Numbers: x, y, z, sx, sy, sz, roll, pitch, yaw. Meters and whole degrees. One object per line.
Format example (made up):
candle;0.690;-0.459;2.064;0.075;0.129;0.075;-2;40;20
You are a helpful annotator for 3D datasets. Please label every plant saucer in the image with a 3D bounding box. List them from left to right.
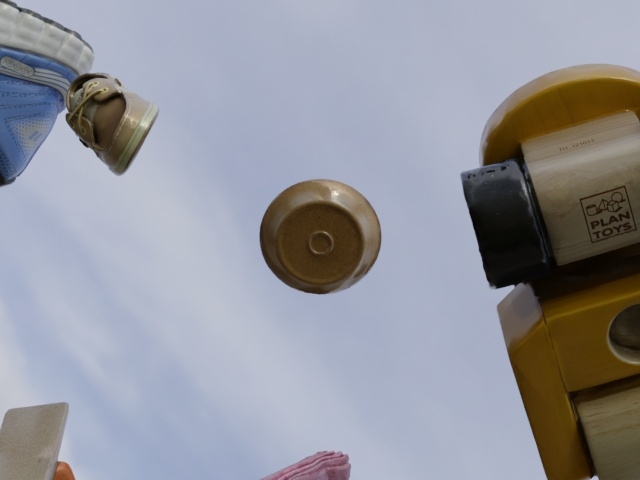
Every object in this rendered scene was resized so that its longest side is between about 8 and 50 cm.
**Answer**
plant saucer;0.000;0.000;1.294;0.083;0.083;0.015;60;9;-16

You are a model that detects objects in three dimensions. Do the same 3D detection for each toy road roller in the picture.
toy road roller;0.236;0.016;1.533;0.240;0.203;0.329;-93;165;-66

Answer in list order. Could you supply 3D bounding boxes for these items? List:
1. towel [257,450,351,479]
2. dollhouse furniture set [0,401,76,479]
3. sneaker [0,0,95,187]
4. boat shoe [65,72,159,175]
towel;-0.019;0.368;1.677;0.037;0.237;0.329;-6;-84;30
dollhouse furniture set;-0.233;0.229;1.254;0.259;0.135;0.262;-9;-56;11
sneaker;-0.305;-0.119;1.204;0.330;0.147;0.130;22;0;-31
boat shoe;-0.129;-0.073;1.138;0.045;0.050;0.135;30;1;-16
